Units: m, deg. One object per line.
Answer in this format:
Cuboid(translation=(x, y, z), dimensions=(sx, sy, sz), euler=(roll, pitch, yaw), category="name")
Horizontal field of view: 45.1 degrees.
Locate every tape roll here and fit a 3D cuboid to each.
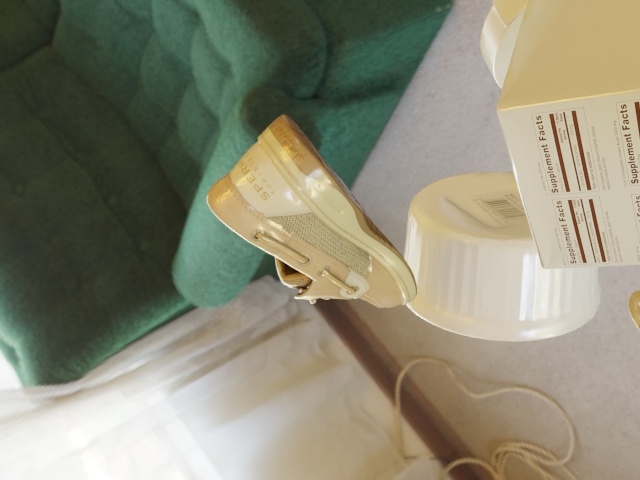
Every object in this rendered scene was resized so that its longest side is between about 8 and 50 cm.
Cuboid(translation=(0.496, -0.424, 1.476), dimensions=(0.392, 0.392, 0.072), euler=(120, 138, -52), category="tape roll")

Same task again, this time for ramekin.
Cuboid(translation=(0.245, 0.008, 1.055), dimensions=(0.277, 0.277, 0.135), euler=(24, 126, 43), category="ramekin")

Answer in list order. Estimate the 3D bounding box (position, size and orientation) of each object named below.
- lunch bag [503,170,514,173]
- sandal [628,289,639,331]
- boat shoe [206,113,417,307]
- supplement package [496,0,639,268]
Cuboid(translation=(0.363, 0.004, 1.498), dimensions=(0.224, 0.262, 0.160), euler=(-3, 152, 34), category="lunch bag")
Cuboid(translation=(0.558, 0.177, 1.263), dimensions=(0.240, 0.079, 0.088), euler=(-112, 29, -45), category="sandal")
Cuboid(translation=(0.000, 0.000, 0.782), dimensions=(0.121, 0.110, 0.341), euler=(54, -175, 35), category="boat shoe")
Cuboid(translation=(0.254, -0.099, 0.545), dimensions=(0.203, 0.194, 0.149), euler=(-4, 130, 29), category="supplement package")
